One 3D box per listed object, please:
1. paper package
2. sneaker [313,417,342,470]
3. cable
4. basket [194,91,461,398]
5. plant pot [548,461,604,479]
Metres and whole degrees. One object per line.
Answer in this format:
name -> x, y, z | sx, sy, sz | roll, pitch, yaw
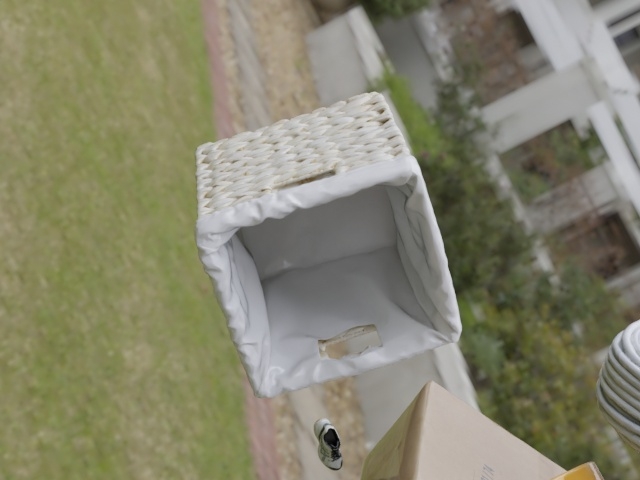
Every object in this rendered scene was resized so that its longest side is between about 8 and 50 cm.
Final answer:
paper package -> 0.205, 0.384, 1.846 | 0.309, 0.168, 0.325 | 35, 19, -6
sneaker -> 0.014, 0.287, 1.928 | 0.037, 0.032, 0.083 | 27, -39, 59
cable -> 0.402, 0.164, 1.371 | 0.257, 0.089, 0.257 | 29, 23, 37
basket -> 0.000, 0.000, 2.055 | 0.266, 0.328, 0.331 | -107, 179, -54
plant pot -> 0.220, 0.344, 1.344 | 0.188, 0.205, 0.205 | 62, 8, 15
